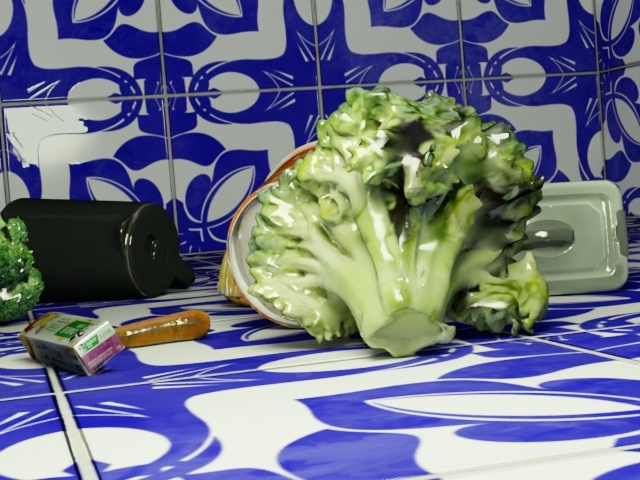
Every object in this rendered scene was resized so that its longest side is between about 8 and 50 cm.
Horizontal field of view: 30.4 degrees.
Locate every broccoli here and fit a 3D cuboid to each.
[{"bbox_3d":[-0.577,0.018,1.823,0.308,0.275,0.308,8,-21,3],"label":"broccoli"},{"bbox_3d":[0.079,-0.002,1.278,0.348,0.293,0.280,-15,40,4],"label":"broccoli"}]

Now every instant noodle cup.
[{"bbox_3d":[0.000,0.000,1.571,0.250,0.250,0.192,-4,12,17],"label":"instant noodle cup"}]

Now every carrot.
[{"bbox_3d":[-0.224,0.117,1.451,0.190,0.037,0.037,-10,5,-27],"label":"carrot"}]

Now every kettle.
[{"bbox_3d":[-0.430,0.042,2.237,0.308,0.262,0.203,0,39,24],"label":"kettle"}]

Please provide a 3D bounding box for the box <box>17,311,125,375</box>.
[{"bbox_3d":[-0.284,0.113,1.322,0.050,0.041,0.207,-36,18,-25],"label":"box"}]

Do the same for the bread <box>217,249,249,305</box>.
[{"bbox_3d":[-0.071,0.038,1.960,0.153,0.119,0.288,-1,4,8],"label":"bread"}]

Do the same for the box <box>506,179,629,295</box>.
[{"bbox_3d":[0.326,0.003,1.712,0.227,0.162,0.130,-4,-8,5],"label":"box"}]
